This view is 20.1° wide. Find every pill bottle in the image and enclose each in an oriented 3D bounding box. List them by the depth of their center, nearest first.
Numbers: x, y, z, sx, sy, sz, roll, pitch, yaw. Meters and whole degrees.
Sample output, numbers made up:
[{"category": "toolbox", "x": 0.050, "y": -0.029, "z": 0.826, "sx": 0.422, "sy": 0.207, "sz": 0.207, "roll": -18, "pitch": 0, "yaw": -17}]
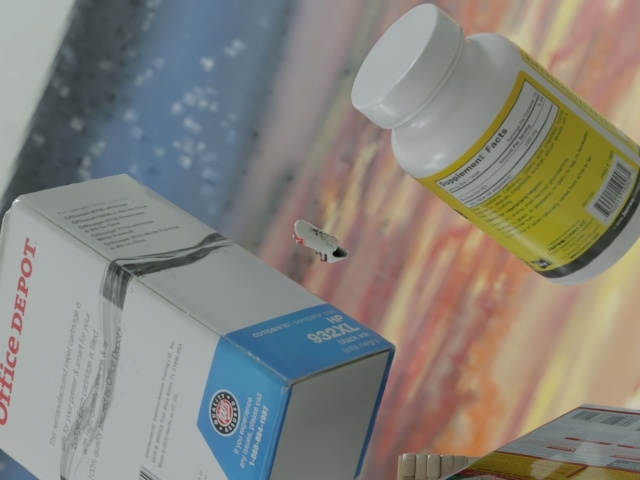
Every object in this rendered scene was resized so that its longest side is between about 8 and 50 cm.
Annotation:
[{"category": "pill bottle", "x": 0.203, "y": -0.110, "z": 2.017, "sx": 0.334, "sy": 0.188, "sz": 0.188, "roll": 36, "pitch": -102, "yaw": -21}]

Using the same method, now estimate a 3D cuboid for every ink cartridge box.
[{"category": "ink cartridge box", "x": -0.116, "y": 0.115, "z": 1.411, "sx": 0.129, "sy": 0.307, "sz": 0.223, "roll": -17, "pitch": -51, "yaw": -46}]

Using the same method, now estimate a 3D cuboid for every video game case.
[{"category": "video game case", "x": 0.180, "y": 0.182, "z": 1.307, "sx": 0.285, "sy": 0.204, "sz": 0.025, "roll": -20, "pitch": -76, "yaw": -40}]

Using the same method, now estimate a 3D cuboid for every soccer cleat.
[{"category": "soccer cleat", "x": 0.000, "y": 0.000, "z": 1.976, "sx": 0.083, "sy": 0.035, "sz": 0.029, "roll": 43, "pitch": -128, "yaw": -46}]

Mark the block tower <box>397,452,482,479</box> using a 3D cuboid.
[{"category": "block tower", "x": 0.254, "y": 0.313, "z": 2.198, "sx": 0.091, "sy": 0.335, "sz": 0.097, "roll": 28, "pitch": -118, "yaw": -64}]
